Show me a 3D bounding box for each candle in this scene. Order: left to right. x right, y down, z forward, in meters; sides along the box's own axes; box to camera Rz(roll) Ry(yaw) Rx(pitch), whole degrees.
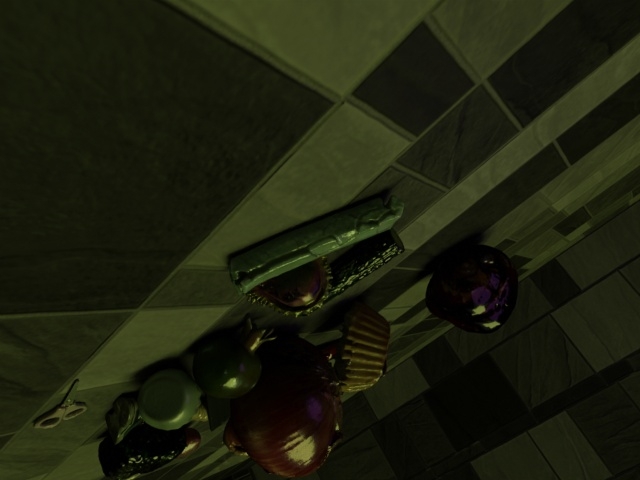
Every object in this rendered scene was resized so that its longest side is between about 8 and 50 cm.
[{"bbox_3d":[-0.023,0.389,1.635,0.301,0.059,0.084,-3,133,-51],"label":"candle"}]

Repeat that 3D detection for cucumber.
[{"bbox_3d":[0.051,0.077,1.082,0.293,0.067,0.067,-36,157,15],"label":"cucumber"}]

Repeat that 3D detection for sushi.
[{"bbox_3d":[-0.464,0.542,1.310,0.127,0.124,0.225,-39,150,17],"label":"sushi"}]

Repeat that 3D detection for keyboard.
[{"bbox_3d":[-0.279,0.434,1.387,0.103,0.041,0.381,-31,154,-32],"label":"keyboard"}]

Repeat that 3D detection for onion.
[{"bbox_3d":[-0.077,0.414,1.257,0.353,0.354,0.354,-26,157,-12],"label":"onion"}]

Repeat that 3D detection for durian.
[{"bbox_3d":[-0.044,0.103,0.955,0.186,0.108,0.119,-29,157,-5],"label":"durian"}]

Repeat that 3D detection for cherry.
[{"bbox_3d":[-0.490,0.686,1.629,0.225,0.090,0.107,-27,170,12],"label":"cherry"}]

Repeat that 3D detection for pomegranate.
[{"bbox_3d":[-0.188,0.254,1.086,0.191,0.131,0.152,-55,150,-1],"label":"pomegranate"}]

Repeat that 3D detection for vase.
[{"bbox_3d":[-0.328,0.359,1.117,0.128,0.128,0.248,-26,166,-12],"label":"vase"}]

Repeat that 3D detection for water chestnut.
[{"bbox_3d":[0.468,0.147,1.523,0.289,0.289,0.244,-25,-172,-15],"label":"water chestnut"}]

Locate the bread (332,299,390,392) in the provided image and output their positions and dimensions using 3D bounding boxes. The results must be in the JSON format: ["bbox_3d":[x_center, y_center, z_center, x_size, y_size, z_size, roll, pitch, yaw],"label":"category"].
[{"bbox_3d":[0.116,0.311,1.413,0.149,0.274,0.274,15,152,4],"label":"bread"}]

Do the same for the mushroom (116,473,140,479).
[{"bbox_3d":[-0.667,0.846,1.794,0.306,0.043,0.068,-29,140,-3],"label":"mushroom"}]

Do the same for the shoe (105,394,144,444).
[{"bbox_3d":[-0.435,0.407,1.147,0.099,0.071,0.169,-10,146,-46],"label":"shoe"}]

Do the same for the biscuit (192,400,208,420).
[{"bbox_3d":[-0.364,0.478,1.395,0.055,0.061,0.219,-10,156,8],"label":"biscuit"}]

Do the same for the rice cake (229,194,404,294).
[{"bbox_3d":[0.000,0.000,0.865,0.336,0.063,0.066,-25,164,-18],"label":"rice cake"}]

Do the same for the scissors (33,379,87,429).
[{"bbox_3d":[-0.493,0.316,0.958,0.100,0.015,0.189,-9,147,-45],"label":"scissors"}]
